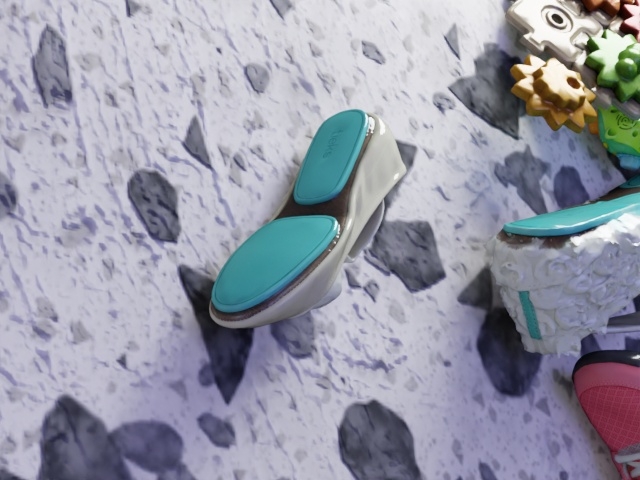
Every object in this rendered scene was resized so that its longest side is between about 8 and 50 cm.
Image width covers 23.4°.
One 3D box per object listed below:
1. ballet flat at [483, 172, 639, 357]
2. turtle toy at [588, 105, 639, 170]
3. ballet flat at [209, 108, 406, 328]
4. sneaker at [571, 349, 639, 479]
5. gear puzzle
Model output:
[{"bbox_3d":[0.304,0.002,1.393,0.408,0.147,0.147,-20,88,-36],"label":"ballet flat"},{"bbox_3d":[0.308,-0.111,1.473,0.130,0.066,0.095,-20,64,-42],"label":"turtle toy"},{"bbox_3d":[0.000,0.000,1.157,0.086,0.086,0.248,48,48,-18],"label":"ballet flat"},{"bbox_3d":[0.318,0.227,1.326,0.314,0.116,0.136,50,50,-17],"label":"sneaker"},{"bbox_3d":[0.267,-0.206,1.446,0.175,0.044,0.339,40,47,6],"label":"gear puzzle"}]
